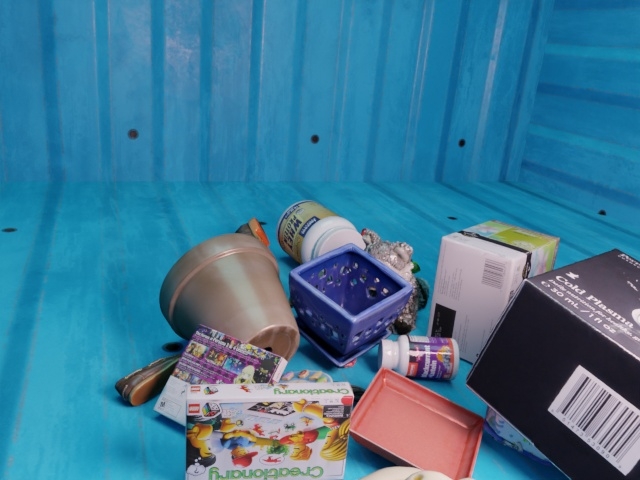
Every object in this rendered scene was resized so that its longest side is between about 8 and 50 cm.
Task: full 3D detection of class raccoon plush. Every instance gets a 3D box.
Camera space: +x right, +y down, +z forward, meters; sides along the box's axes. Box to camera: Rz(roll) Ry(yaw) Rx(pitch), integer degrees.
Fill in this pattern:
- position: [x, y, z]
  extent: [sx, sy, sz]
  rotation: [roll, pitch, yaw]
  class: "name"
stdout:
- position: [0.227, 0.088, 1.783]
  extent: [0.216, 0.299, 0.446]
  rotation: [11, 20, 17]
  class: "raccoon plush"

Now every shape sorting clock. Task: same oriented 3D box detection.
- position: [-0.073, 0.341, 1.299]
  extent: [0.206, 0.040, 0.206]
  rotation: [-14, 14, 3]
  class: "shape sorting clock"

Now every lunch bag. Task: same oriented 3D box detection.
- position: [0.465, 0.388, 1.281]
  extent: [0.176, 0.090, 0.219]
  rotation: [26, 24, 11]
  class: "lunch bag"

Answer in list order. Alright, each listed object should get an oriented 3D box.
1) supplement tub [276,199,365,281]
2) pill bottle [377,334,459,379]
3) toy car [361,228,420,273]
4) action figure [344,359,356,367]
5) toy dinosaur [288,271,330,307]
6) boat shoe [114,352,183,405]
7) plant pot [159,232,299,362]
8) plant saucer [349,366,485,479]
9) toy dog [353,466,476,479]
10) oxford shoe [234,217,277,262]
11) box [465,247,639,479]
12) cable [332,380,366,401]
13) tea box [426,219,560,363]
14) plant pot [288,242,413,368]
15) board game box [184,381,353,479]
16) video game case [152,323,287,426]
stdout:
- position: [0.000, 0.000, 2.079]
  extent: [0.228, 0.228, 0.316]
  rotation: [-6, 22, -29]
  class: "supplement tub"
- position: [0.248, 0.299, 1.477]
  extent: [0.193, 0.108, 0.108]
  rotation: [4, 19, -3]
  class: "pill bottle"
- position: [0.249, 0.071, 2.017]
  extent: [0.225, 0.239, 0.053]
  rotation: [24, 66, 46]
  class: "toy car"
- position: [0.080, 0.307, 1.534]
  extent: [0.038, 0.030, 0.115]
  rotation: [13, 23, 13]
  class: "action figure"
- position: [-0.006, 0.158, 1.734]
  extent: [0.121, 0.160, 0.313]
  rotation: [10, 21, 12]
  class: "toy dinosaur"
- position: [-0.376, 0.308, 1.340]
  extent: [0.073, 0.073, 0.207]
  rotation: [21, 24, 33]
  class: "boat shoe"
- position: [-0.199, 0.189, 1.440]
  extent: [0.323, 0.323, 0.280]
  rotation: [-9, 40, -36]
  class: "plant pot"
- position: [0.201, 0.399, 1.214]
  extent: [0.259, 0.048, 0.258]
  rotation: [25, 24, 15]
  class: "plant saucer"
- position: [0.012, 0.438, 0.777]
  extent: [0.408, 0.284, 0.395]
  rotation: [-2, 20, -16]
  class: "toy dog"
- position: [-0.246, 0.053, 2.089]
  extent: [0.132, 0.130, 0.364]
  rotation: [-29, 30, 2]
  class: "oxford shoe"
- position: [0.654, 0.285, 1.173]
  extent: [0.472, 0.297, 0.480]
  rotation: [-8, 38, -44]
  class: "box"
- position: [0.050, 0.376, 1.319]
  extent: [0.184, 0.047, 0.150]
  rotation: [9, 15, 18]
  class: "cable"
- position: [0.496, 0.142, 1.656]
  extent: [0.220, 0.329, 0.323]
  rotation: [20, 25, 37]
  class: "tea box"
- position: [0.065, 0.177, 1.496]
  extent: [0.236, 0.212, 0.236]
  rotation: [-24, 47, -39]
  class: "plant pot"
- position: [-0.099, 0.362, 1.080]
  extent: [0.305, 0.193, 0.053]
  rotation: [1, 19, -10]
  class: "board game box"
- position: [-0.215, 0.310, 1.225]
  extent: [0.232, 0.210, 0.042]
  rotation: [15, -22, 27]
  class: "video game case"
